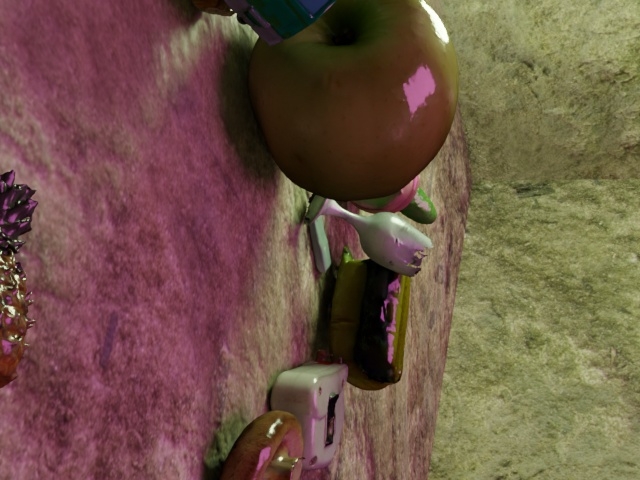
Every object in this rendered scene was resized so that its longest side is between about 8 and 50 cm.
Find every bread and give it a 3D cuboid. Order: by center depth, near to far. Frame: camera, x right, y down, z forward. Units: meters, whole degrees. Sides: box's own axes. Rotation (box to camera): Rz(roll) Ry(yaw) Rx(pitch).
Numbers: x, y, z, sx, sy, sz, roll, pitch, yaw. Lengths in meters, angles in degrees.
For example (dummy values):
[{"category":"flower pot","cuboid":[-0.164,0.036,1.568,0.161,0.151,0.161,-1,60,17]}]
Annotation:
[{"category":"bread","cuboid":[-0.195,-0.449,1.473,0.083,0.077,0.070,-9,111,-70]},{"category":"bread","cuboid":[0.133,0.203,2.155,0.251,0.208,0.376,52,39,-64]}]

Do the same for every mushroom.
[{"category":"mushroom","cuboid":[-0.117,0.476,1.625,0.278,0.146,0.278,12,90,-72]}]

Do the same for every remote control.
[{"category":"remote control","cuboid":[0.000,0.000,2.090,0.061,0.029,0.162,-60,145,-56]}]

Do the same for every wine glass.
[{"category":"wine glass","cuboid":[0.118,-0.026,2.009,0.143,0.321,0.143,-54,-162,26]}]

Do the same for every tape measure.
[{"category":"tape measure","cuboid":[-0.020,0.405,1.916,0.258,0.130,0.265,1,90,-72]}]

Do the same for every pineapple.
[{"category":"pineapple","cuboid":[-0.378,0.028,0.895,0.157,0.158,0.278,68,18,-48]}]

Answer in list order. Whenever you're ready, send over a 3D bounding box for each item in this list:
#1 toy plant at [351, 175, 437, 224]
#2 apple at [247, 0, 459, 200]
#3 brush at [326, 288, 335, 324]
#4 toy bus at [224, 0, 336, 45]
[{"category":"toy plant","cuboid":[0.194,-0.156,2.319,0.317,0.211,0.356,50,7,6]},{"category":"apple","cuboid":[0.072,-0.301,1.701,0.474,0.474,0.473,1,90,-70]},{"category":"brush","cuboid":[0.041,0.155,2.236,0.051,0.014,0.164,68,29,-50]},{"category":"toy bus","cuboid":[-0.082,-0.539,1.430,0.183,0.199,0.343,34,37,-51]}]
